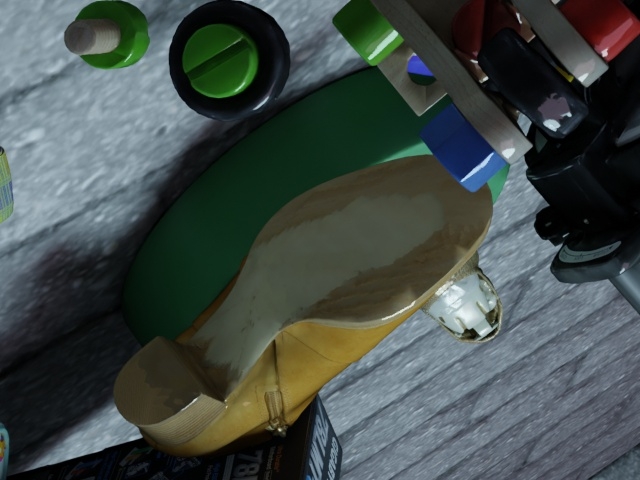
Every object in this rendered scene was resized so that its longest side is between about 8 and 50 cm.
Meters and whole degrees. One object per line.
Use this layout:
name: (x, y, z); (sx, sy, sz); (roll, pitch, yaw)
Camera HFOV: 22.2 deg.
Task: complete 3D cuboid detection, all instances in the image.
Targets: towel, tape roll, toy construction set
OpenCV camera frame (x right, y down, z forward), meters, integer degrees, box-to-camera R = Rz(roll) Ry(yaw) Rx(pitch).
towel: (-0.208, -0.023, 0.960); (0.060, 0.009, 0.083); (-32, 160, -18)
tape roll: (0.000, 0.000, 1.265); (0.321, 0.077, 0.321); (-32, 158, -14)
toy construction set: (0.063, -0.189, 0.847); (0.309, 0.257, 0.237); (-67, 172, 11)

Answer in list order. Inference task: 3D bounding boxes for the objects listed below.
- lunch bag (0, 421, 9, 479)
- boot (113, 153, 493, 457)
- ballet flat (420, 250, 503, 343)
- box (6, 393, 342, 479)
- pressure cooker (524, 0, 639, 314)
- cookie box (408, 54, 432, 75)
lunch bag: (-0.326, 0.231, 1.067); (0.279, 0.108, 0.224); (-50, 171, -33)
boot: (-0.002, 0.053, 1.144); (0.295, 0.104, 0.211); (-34, 165, 4)
ballet flat: (0.117, 0.046, 1.353); (0.073, 0.067, 0.206); (-41, 161, 7)
box: (-0.137, 0.240, 1.192); (0.293, 0.073, 0.295); (-17, -158, 11)
pressure cooker: (0.360, -0.074, 1.249); (0.375, 0.420, 0.370); (-37, -166, 24)
cookie box: (0.085, -0.158, 1.117); (0.092, 0.040, 0.107); (-46, 158, 23)
